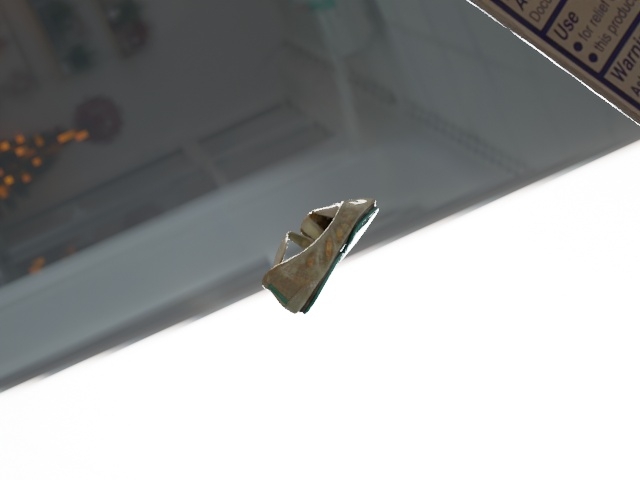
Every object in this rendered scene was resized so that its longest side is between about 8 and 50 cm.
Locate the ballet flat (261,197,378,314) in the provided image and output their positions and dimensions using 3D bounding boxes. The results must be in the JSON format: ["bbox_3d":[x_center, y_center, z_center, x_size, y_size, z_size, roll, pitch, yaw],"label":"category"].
[{"bbox_3d":[0.000,0.000,1.457,0.052,0.057,0.168,35,36,1],"label":"ballet flat"}]

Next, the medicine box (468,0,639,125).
[{"bbox_3d":[0.249,-0.142,0.707,0.289,0.263,0.149,39,33,12],"label":"medicine box"}]
